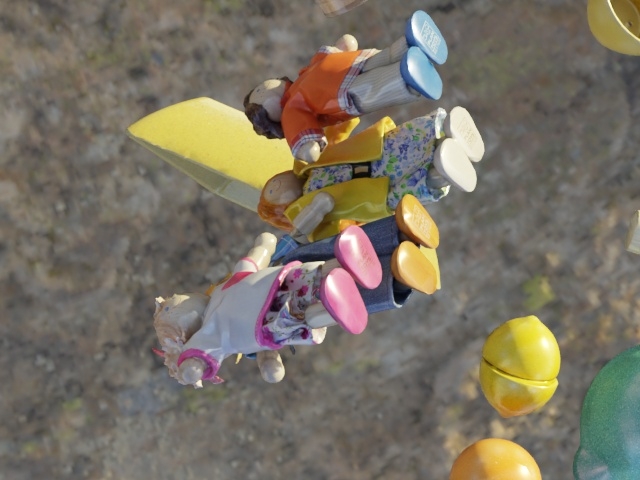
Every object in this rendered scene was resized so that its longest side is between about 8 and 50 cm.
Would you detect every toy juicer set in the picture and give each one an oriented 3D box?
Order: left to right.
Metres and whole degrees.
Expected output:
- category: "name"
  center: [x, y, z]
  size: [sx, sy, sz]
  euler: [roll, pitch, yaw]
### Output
- category: "toy juicer set"
  center: [0.214, 0.107, 0.951]
  size: [0.329, 0.209, 0.089]
  euler: [-51, 171, -18]

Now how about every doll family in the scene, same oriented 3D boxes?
- category: "doll family"
  center: [0.000, 0.000, 0.813]
  size: [0.163, 0.263, 0.118]
  euler: [-16, 130, 39]

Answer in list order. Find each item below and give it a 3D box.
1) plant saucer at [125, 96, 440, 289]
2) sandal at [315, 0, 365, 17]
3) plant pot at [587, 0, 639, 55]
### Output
- category: "plant saucer"
  center: [-0.019, -0.061, 1.625]
  size: [0.081, 0.333, 0.333]
  euler: [-65, 164, -3]
- category: "sandal"
  center: [0.072, -0.251, 0.956]
  size: [0.240, 0.088, 0.079]
  euler: [-42, 109, -21]
- category: "plant pot"
  center: [0.350, -0.259, 1.567]
  size: [0.134, 0.134, 0.095]
  euler: [-8, 170, -21]
